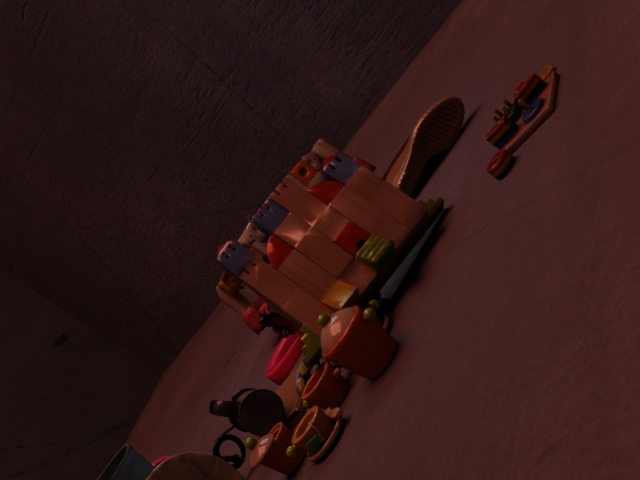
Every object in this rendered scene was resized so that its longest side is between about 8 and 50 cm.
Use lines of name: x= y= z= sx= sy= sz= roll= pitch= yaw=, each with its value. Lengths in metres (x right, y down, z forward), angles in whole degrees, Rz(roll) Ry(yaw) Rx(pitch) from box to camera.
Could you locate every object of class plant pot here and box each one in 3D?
plant pot: x=-0.408 y=0.605 z=1.985 sx=0.293 sy=0.196 sz=0.293 roll=-53 pitch=9 yaw=12

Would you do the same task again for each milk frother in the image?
milk frother: x=-0.135 y=0.347 z=1.732 sx=0.135 sy=0.129 sz=0.143 roll=150 pitch=110 yaw=-74

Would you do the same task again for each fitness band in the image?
fitness band: x=-0.018 y=0.176 z=1.994 sx=0.291 sy=0.054 sz=0.209 roll=-57 pitch=6 yaw=-21

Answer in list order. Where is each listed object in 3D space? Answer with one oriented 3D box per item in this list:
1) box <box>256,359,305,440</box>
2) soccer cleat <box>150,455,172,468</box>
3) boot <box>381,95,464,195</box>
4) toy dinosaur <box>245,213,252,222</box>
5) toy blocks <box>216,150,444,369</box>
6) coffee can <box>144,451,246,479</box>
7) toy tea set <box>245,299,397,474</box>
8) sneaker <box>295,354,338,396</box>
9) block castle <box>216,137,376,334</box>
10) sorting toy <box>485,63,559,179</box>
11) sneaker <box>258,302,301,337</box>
box: x=-0.065 y=0.313 z=1.803 sx=0.164 sy=0.021 sz=0.201 roll=-52 pitch=10 yaw=29
soccer cleat: x=-0.440 y=0.658 z=2.232 sx=0.331 sy=0.116 sz=0.143 roll=-59 pitch=10 yaw=-25
boot: x=0.209 y=-0.206 z=2.050 sx=0.248 sy=0.090 sz=0.207 roll=-58 pitch=10 yaw=5
toy dinosaur: x=-0.170 y=-0.034 z=2.392 sx=0.082 sy=0.047 sz=0.090 roll=85 pitch=-154 yaw=-54
toy blocks: x=0.000 y=0.000 z=1.658 sx=0.381 sy=0.261 sz=0.191 roll=-51 pitch=-18 yaw=-12
coffee can: x=-0.247 y=0.486 z=1.529 sx=0.275 sy=0.201 sz=0.202 roll=-47 pitch=12 yaw=44
toy tea set: x=-0.013 y=0.226 z=1.492 sx=0.336 sy=0.124 sz=0.200 roll=-56 pitch=8 yaw=-3
sneaker: x=-0.001 y=0.221 z=1.705 sx=0.188 sy=0.067 sz=0.078 roll=-68 pitch=-4 yaw=-54
block castle: x=-0.046 y=-0.003 z=2.327 sx=0.453 sy=0.212 sz=0.303 roll=-52 pitch=-6 yaw=-25
sorting toy: x=0.332 y=-0.219 z=1.570 sx=0.132 sy=0.046 sz=0.274 roll=-48 pitch=10 yaw=38
sneaker: x=-0.045 y=0.110 z=1.832 sx=0.135 sy=0.097 sz=0.276 roll=-60 pitch=6 yaw=-14
